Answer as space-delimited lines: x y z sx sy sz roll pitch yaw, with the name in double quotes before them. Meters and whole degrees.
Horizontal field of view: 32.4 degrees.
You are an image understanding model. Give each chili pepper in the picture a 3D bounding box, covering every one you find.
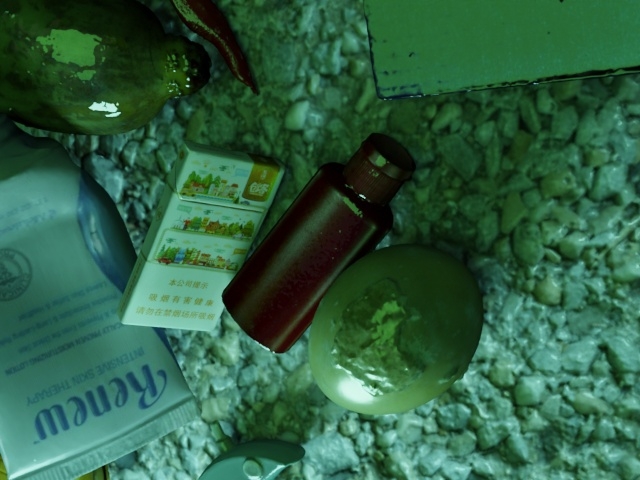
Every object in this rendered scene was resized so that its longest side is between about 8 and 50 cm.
"chili pepper" -0.118 -0.230 1.182 0.027 0.045 0.178 -32 94 37

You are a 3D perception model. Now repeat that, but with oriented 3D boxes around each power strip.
"power strip" -0.080 0.332 1.297 0.167 0.054 0.253 -5 101 26

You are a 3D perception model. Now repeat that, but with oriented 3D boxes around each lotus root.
"lotus root" -0.269 -0.204 1.199 0.309 0.173 0.173 12 108 20

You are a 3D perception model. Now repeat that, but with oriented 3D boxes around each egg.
"egg" 0.072 0.091 1.103 0.164 0.164 0.201 50 122 7

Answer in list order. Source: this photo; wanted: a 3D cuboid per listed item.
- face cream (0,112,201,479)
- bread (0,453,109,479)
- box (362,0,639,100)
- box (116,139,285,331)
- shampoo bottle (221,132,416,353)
"face cream" -0.305 0.064 1.230 0.137 0.234 0.420 19 130 63
"bread" -0.367 0.297 1.406 0.200 0.077 0.116 4 105 18
"box" 0.179 -0.271 0.984 0.278 0.116 0.262 -3 100 24
"box" -0.131 0.001 1.207 0.032 0.122 0.220 52 125 48
"shampoo bottle" 0.000 0.000 1.168 0.102 0.064 0.260 45 117 13
